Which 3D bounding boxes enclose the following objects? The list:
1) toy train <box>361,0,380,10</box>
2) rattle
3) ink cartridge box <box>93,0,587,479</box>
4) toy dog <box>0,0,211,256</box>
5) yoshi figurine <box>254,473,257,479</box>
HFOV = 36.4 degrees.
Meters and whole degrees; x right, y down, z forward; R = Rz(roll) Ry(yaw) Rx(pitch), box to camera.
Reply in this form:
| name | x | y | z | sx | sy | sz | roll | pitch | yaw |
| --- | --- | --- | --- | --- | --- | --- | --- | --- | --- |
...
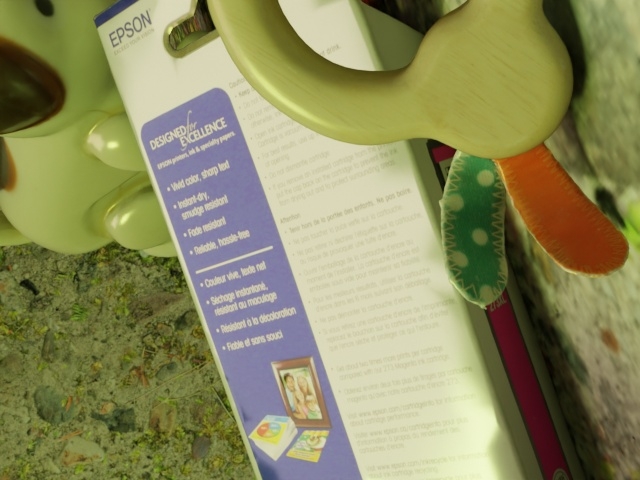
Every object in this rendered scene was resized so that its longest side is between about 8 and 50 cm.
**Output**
| name | x | y | z | sx | sy | sz | roll | pitch | yaw |
| --- | --- | --- | --- | --- | --- | --- | --- | --- | --- |
| toy train | -0.002 | -0.181 | 0.525 | 0.125 | 0.046 | 0.166 | 43 | 151 | 48 |
| rattle | 0.045 | -0.082 | 0.399 | 0.199 | 0.130 | 0.143 | 45 | -175 | -10 |
| ink cartridge box | 0.009 | 0.022 | 0.520 | 0.175 | 0.069 | 0.371 | -18 | 95 | 40 |
| toy dog | -0.285 | -0.169 | 1.074 | 0.408 | 0.395 | 0.285 | 72 | -178 | -64 |
| yoshi figurine | 0.029 | 0.349 | 0.859 | 0.203 | 0.203 | 0.362 | 121 | 144 | -64 |
